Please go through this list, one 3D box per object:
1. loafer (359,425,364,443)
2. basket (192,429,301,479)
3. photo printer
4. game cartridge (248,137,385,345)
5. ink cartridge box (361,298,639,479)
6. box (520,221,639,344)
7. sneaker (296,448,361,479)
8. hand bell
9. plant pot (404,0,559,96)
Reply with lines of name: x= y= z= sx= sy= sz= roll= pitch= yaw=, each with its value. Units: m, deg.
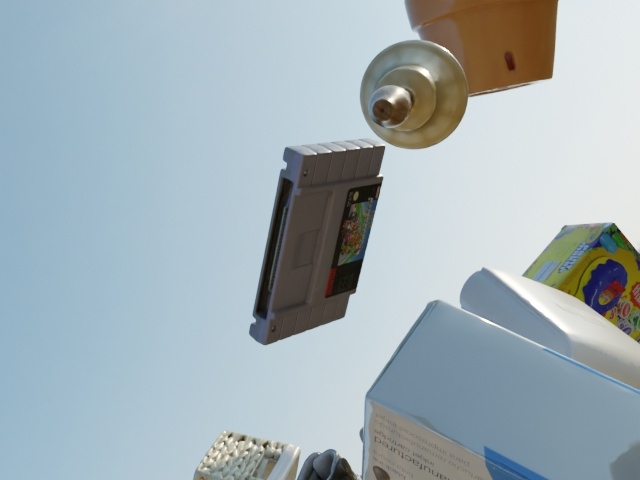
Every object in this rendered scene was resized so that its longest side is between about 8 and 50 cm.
loafer: x=0.219 y=0.443 z=1.942 sx=0.268 sy=0.102 sz=0.092 roll=-4 pitch=-39 yaw=-38
basket: x=-0.097 y=0.326 z=0.973 sx=0.113 sy=0.103 sz=0.167 roll=-49 pitch=-28 yaw=-68
photo printer: x=0.388 y=0.166 z=1.267 sx=0.256 sy=0.307 sz=0.107 roll=19 pitch=-75 yaw=-25
game cartridge: x=0.000 y=0.000 z=1.434 sx=0.230 sy=0.068 sz=0.355 roll=-11 pitch=-58 yaw=-43
ink cartridge box: x=0.158 y=0.233 z=0.730 sx=0.129 sy=0.223 sz=0.307 roll=-48 pitch=-29 yaw=-36
box: x=0.577 y=0.160 z=1.769 sx=0.290 sy=0.279 sz=0.177 roll=-47 pitch=13 yaw=-14
sneaker: x=0.065 y=0.369 z=1.213 sx=0.268 sy=0.153 sz=0.101 roll=-24 pitch=6 yaw=-33
hand bell: x=0.080 y=-0.139 z=0.831 sx=0.126 sy=0.126 sz=0.242 roll=-56 pitch=-3 yaw=19
plant pot: x=0.315 y=-0.380 z=1.524 sx=0.291 sy=0.203 sz=0.291 roll=-10 pitch=5 yaw=1
